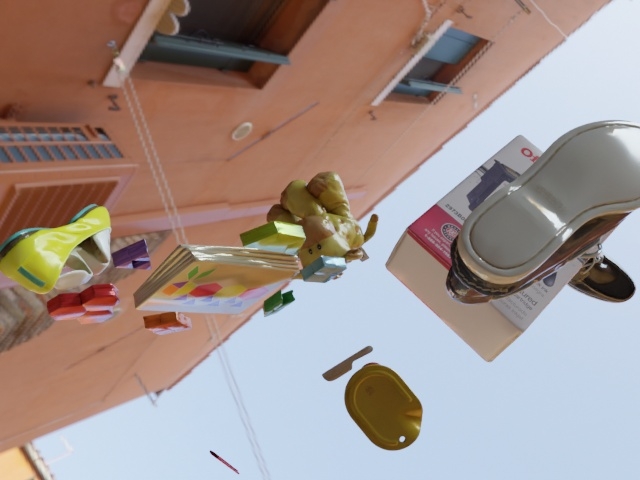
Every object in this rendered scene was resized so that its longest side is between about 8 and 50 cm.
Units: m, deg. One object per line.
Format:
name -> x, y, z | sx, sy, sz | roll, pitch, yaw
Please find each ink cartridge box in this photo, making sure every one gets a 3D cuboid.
ink cartridge box -> 0.226, 0.002, 0.814 | 0.172, 0.237, 0.100 | 44, -30, 14

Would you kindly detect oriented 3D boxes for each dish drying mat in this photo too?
dish drying mat -> -0.196, 0.455, 1.365 | 0.032, 0.083, 0.008 | 16, -118, 42

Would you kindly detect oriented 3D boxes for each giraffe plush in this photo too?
giraffe plush -> 0.000, 0.000, 1.186 | 0.210, 0.170, 0.181 | 37, -64, -7

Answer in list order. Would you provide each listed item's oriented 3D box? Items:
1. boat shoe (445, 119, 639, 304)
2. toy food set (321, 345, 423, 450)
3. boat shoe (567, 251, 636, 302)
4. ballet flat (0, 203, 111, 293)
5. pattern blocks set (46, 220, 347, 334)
boat shoe -> 0.211, -0.023, 0.585 | 0.095, 0.254, 0.079 | 46, -27, 17
toy food set -> 0.111, 0.315, 1.337 | 0.128, 0.071, 0.218 | -38, -91, -8
boat shoe -> 0.452, 0.037, 1.173 | 0.233, 0.079, 0.084 | 36, -86, 4
ballet flat -> -0.292, 0.014, 0.785 | 0.077, 0.231, 0.077 | 42, -79, -4
pattern blocks set -> -0.133, 0.050, 0.836 | 0.285, 0.325, 0.026 | -30, -117, 27
